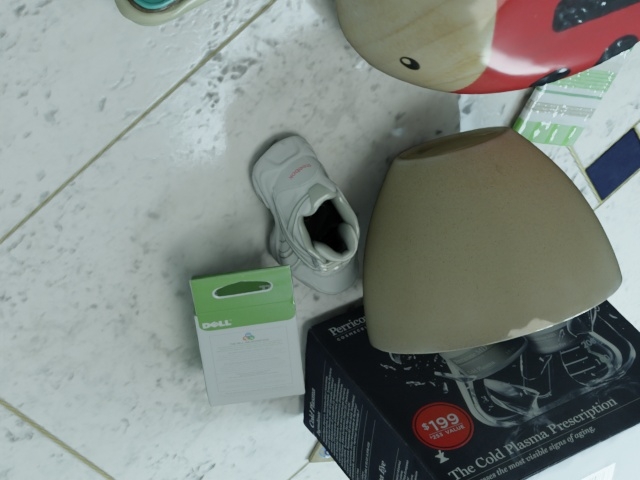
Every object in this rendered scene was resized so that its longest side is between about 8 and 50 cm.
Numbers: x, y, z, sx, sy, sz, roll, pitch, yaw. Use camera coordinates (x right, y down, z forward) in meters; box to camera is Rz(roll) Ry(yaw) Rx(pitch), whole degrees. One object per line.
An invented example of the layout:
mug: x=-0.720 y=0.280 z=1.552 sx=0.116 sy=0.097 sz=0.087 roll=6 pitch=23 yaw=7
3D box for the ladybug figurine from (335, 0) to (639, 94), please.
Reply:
ladybug figurine: x=0.230 y=-0.278 z=1.719 sx=0.449 sy=0.162 sz=0.305 roll=-22 pitch=138 yaw=-24

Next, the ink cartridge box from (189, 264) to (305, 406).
ink cartridge box: x=-0.079 y=0.085 z=1.855 sx=0.109 sy=0.062 sz=0.209 roll=-7 pitch=136 yaw=-2

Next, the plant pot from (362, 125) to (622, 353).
plant pot: x=0.167 y=-0.016 z=1.871 sx=0.284 sy=0.284 sz=0.191 roll=-20 pitch=102 yaw=-26

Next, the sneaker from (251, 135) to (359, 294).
sneaker: x=0.000 y=0.000 z=1.826 sx=0.090 sy=0.115 sz=0.232 roll=-36 pitch=142 yaw=-7

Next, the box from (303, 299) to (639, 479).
box: x=0.202 y=0.196 z=2.019 sx=0.343 sy=0.312 sz=0.179 roll=-22 pitch=138 yaw=-25

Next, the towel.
towel: x=0.285 y=-0.177 z=1.985 sx=0.113 sy=0.023 sz=0.152 roll=4 pitch=126 yaw=-41

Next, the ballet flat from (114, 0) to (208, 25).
ballet flat: x=-0.076 y=-0.264 z=1.548 sx=0.248 sy=0.086 sz=0.086 roll=-30 pitch=141 yaw=-12

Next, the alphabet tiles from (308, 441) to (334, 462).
alphabet tiles: x=0.107 y=0.188 z=2.191 sx=0.198 sy=0.009 sz=0.237 roll=4 pitch=124 yaw=-42
